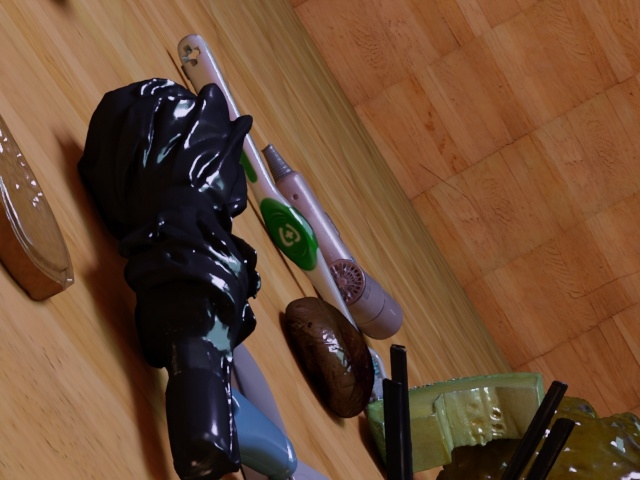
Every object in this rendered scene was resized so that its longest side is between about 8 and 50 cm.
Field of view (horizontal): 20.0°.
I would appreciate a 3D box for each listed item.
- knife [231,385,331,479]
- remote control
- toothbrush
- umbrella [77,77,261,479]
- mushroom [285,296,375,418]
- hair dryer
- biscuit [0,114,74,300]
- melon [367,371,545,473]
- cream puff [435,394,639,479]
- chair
[{"bbox_3d":[-0.011,0.155,1.148,0.244,0.032,0.058,43,17,-43],"label":"knife"},{"bbox_3d":[-0.029,0.157,1.191,0.077,0.022,0.245,50,13,-48],"label":"remote control"},{"bbox_3d":[-0.032,-0.017,1.779,0.040,0.042,0.418,-21,82,-60],"label":"toothbrush"},{"bbox_3d":[-0.084,0.018,1.101,0.118,0.118,0.340,55,15,-38],"label":"umbrella"},{"bbox_3d":[0.012,0.099,1.603,0.123,0.052,0.123,55,9,-13],"label":"mushroom"},{"bbox_3d":[0.001,0.001,1.984,0.220,0.053,0.195,56,4,20],"label":"hair dryer"},{"bbox_3d":[-0.170,-0.034,0.942,0.140,0.023,0.118,62,6,1],"label":"biscuit"},{"bbox_3d":[0.133,0.172,1.734,0.118,0.209,0.064,-174,-105,-69],"label":"melon"},{"bbox_3d":[0.237,0.265,1.808,0.244,0.196,0.244,18,32,-12],"label":"cream puff"},{"bbox_3d":[0.104,0.224,1.367,0.159,0.172,0.247,-50,154,-83],"label":"chair"}]
